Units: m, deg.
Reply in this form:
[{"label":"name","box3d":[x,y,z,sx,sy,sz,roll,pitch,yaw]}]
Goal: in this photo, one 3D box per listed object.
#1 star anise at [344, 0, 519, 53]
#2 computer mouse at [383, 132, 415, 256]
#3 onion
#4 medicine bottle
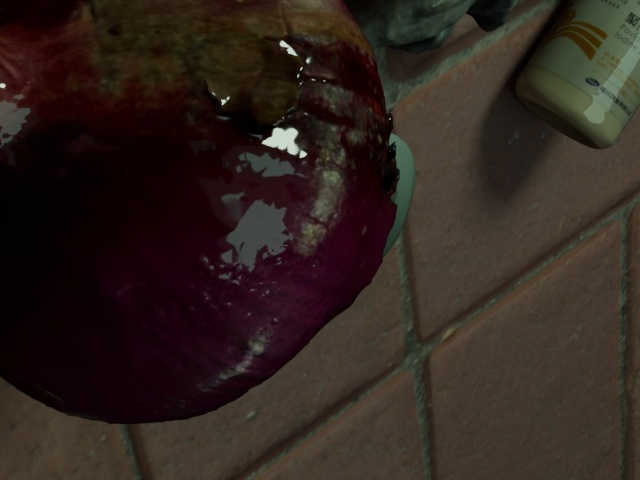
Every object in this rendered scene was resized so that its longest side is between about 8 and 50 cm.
[{"label":"star anise","box3d":[0.120,-0.269,1.296,0.316,0.139,0.359,-52,154,-11]},{"label":"computer mouse","box3d":[0.000,0.000,1.437,0.231,0.079,0.128,-53,139,1]},{"label":"onion","box3d":[-0.148,-0.061,1.044,0.385,0.348,0.348,19,101,-52]},{"label":"medicine bottle","box3d":[0.297,-0.217,1.560,0.252,0.114,0.114,-56,141,-1]}]
